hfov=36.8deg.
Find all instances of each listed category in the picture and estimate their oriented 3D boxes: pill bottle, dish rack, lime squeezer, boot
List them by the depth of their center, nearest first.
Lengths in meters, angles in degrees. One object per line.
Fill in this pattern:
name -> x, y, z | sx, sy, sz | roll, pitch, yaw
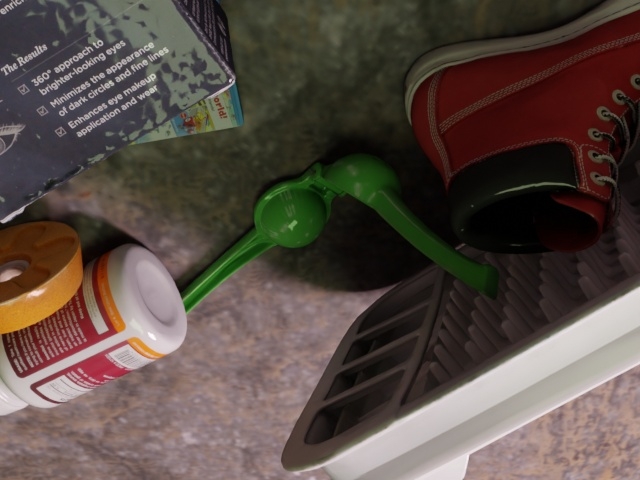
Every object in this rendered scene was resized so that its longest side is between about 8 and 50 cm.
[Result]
boot -> 0.184, -0.069, 0.571 | 0.244, 0.176, 0.088 | -16, 130, 2
dish rack -> 0.147, 0.036, 0.600 | 0.333, 0.285, 0.072 | -34, 96, 20
lime squeezer -> 0.000, 0.000, 0.665 | 0.310, 0.109, 0.059 | -9, 167, 43
pill bottle -> -0.182, 0.069, 0.702 | 0.152, 0.086, 0.086 | -25, 133, 14

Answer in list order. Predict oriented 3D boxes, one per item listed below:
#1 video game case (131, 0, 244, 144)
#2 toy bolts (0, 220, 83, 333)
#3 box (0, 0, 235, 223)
video game case -> -0.139, -0.106, 0.589 | 0.166, 0.015, 0.119 | -10, 134, -1
toy bolts -> -0.287, 0.000, 0.590 | 0.229, 0.218, 0.158 | 6, 127, 30
box -> -0.151, -0.121, 0.499 | 0.156, 0.093, 0.158 | -28, 124, 12
